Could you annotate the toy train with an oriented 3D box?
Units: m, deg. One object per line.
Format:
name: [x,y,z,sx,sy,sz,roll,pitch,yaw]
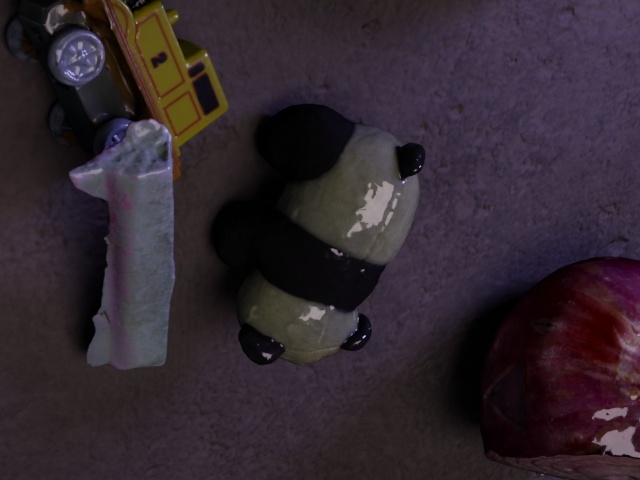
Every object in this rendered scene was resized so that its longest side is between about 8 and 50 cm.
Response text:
toy train: [-0.152,-0.133,0.988,0.127,0.089,0.219,-38,128,-23]

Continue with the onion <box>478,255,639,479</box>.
onion: [0.293,0.130,1.327,0.256,0.272,0.230,22,75,-44]

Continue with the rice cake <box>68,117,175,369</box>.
rice cake: [-0.152,0.016,1.021,0.081,0.051,0.290,-13,147,-16]

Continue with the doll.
doll: [0.000,-0.002,1.122,0.143,0.135,0.234,19,107,-35]
